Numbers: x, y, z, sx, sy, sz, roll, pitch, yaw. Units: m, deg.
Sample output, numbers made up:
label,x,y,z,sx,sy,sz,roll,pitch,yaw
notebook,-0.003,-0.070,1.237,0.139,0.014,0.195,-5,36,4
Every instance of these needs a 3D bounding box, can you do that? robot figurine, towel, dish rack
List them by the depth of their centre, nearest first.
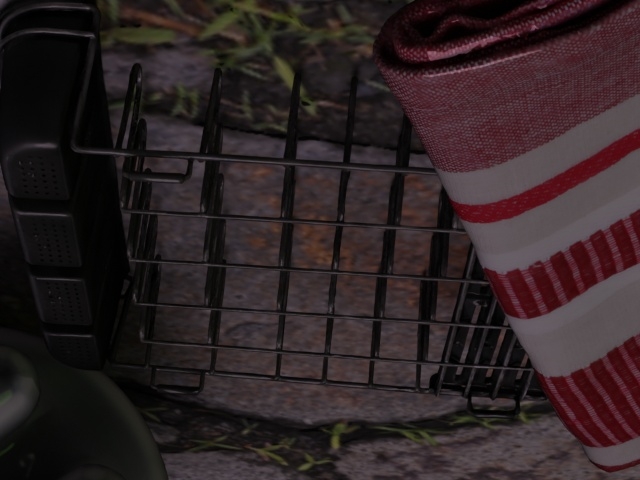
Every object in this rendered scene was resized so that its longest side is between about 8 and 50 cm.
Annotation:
label,x,y,z,sx,sy,sz,roll,pitch,yaw
towel,0.177,-0.014,0.505,0.237,0.037,0.329,-21,144,10
dish rack,0.000,0.000,0.605,0.271,0.074,0.208,5,149,0
robot figurine,-0.194,0.168,0.758,0.300,0.199,0.353,53,155,9
